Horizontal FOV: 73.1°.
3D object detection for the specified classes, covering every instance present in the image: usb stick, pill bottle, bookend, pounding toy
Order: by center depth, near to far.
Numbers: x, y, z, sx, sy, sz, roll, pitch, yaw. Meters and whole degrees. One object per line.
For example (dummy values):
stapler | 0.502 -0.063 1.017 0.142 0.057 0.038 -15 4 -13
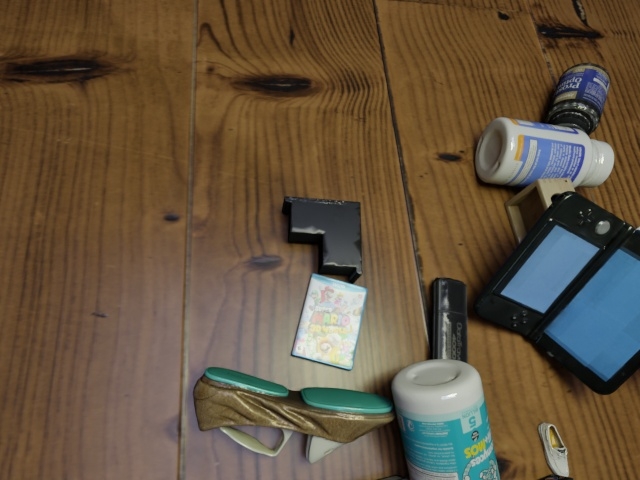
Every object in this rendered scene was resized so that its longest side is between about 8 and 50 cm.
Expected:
pill bottle | 0.212 0.346 0.718 0.147 0.146 0.263 -14 95 -16
usb stick | 0.256 0.207 0.857 0.077 0.045 0.277 13 67 -13
bookend | 0.000 0.000 0.873 0.157 0.072 0.157 3 69 -9
pounding toy | 0.513 -0.027 0.923 0.094 0.181 0.205 -4 70 -13
pill bottle | 0.521 -0.193 1.007 0.272 0.152 0.152 7 68 -9
pill bottle | 0.653 -0.338 1.105 0.123 0.122 0.219 29 66 1

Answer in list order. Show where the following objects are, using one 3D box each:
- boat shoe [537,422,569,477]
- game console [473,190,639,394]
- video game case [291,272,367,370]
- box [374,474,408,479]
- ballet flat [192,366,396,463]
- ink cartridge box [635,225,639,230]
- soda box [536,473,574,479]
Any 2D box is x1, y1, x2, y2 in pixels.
boat shoe | 0.451 0.401 0.823 0.035 0.035 0.100 -6 70 -13
game console | 0.483 0.101 0.787 0.250 0.293 0.173 23 21 -21
video game case | 0.021 0.157 0.847 0.119 0.015 0.166 16 66 -4
box | 0.051 0.505 0.692 0.233 0.059 0.183 -8 70 -14
ballet flat | -0.049 0.306 0.734 0.343 0.116 0.123 11 87 -6
ink cartridge box | 0.706 0.102 0.895 0.306 0.131 0.226 -32 48 -19
soda box | 0.444 0.514 0.764 0.054 0.060 0.168 -10 70 -16
